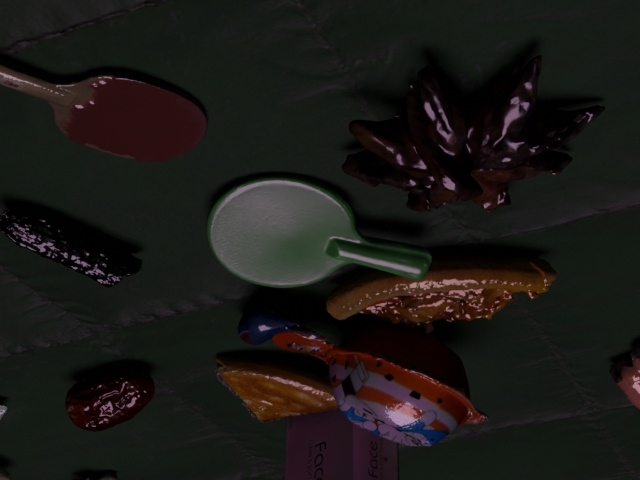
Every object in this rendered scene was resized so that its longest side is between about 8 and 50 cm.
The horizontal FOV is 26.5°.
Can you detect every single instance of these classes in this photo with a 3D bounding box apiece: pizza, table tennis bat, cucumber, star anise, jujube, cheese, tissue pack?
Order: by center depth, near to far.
[{"bbox_3d":[-0.222,-0.131,1.333,0.234,0.022,0.131,18,144,-30],"label":"table tennis bat"},{"bbox_3d":[0.150,-0.078,1.344,0.272,0.103,0.272,-2,150,-1],"label":"star anise"},{"bbox_3d":[0.000,0.000,1.506,0.257,0.039,0.160,13,131,-10],"label":"table tennis bat"},{"bbox_3d":[-0.283,0.005,1.526,0.181,0.053,0.053,28,138,-34],"label":"cucumber"},{"bbox_3d":[0.141,0.062,1.611,0.271,0.056,0.134,-3,146,4],"label":"pizza"},{"bbox_3d":[0.054,0.158,1.686,0.329,0.129,0.217,25,163,-9],"label":"cheese"},{"bbox_3d":[-0.282,0.212,1.836,0.129,0.077,0.077,-24,142,18],"label":"jujube"},{"bbox_3d":[0.026,0.321,1.845,0.092,0.246,0.148,24,140,-34],"label":"tissue pack"},{"bbox_3d":[-0.052,0.211,1.853,0.184,0.036,0.176,10,152,4],"label":"pizza"}]

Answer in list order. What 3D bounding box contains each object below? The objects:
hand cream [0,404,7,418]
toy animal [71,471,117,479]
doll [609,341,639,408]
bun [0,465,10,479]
[{"bbox_3d":[-0.505,0.285,1.974,0.078,0.050,0.205,11,142,-13],"label":"hand cream"},{"bbox_3d":[-0.354,0.449,2.219,0.176,0.073,0.217,23,146,-23],"label":"toy animal"},{"bbox_3d":[0.539,0.212,1.814,0.303,0.156,0.201,37,150,-4],"label":"doll"},{"bbox_3d":[-0.524,0.365,2.096,0.086,0.055,0.086,-11,145,-8],"label":"bun"}]
